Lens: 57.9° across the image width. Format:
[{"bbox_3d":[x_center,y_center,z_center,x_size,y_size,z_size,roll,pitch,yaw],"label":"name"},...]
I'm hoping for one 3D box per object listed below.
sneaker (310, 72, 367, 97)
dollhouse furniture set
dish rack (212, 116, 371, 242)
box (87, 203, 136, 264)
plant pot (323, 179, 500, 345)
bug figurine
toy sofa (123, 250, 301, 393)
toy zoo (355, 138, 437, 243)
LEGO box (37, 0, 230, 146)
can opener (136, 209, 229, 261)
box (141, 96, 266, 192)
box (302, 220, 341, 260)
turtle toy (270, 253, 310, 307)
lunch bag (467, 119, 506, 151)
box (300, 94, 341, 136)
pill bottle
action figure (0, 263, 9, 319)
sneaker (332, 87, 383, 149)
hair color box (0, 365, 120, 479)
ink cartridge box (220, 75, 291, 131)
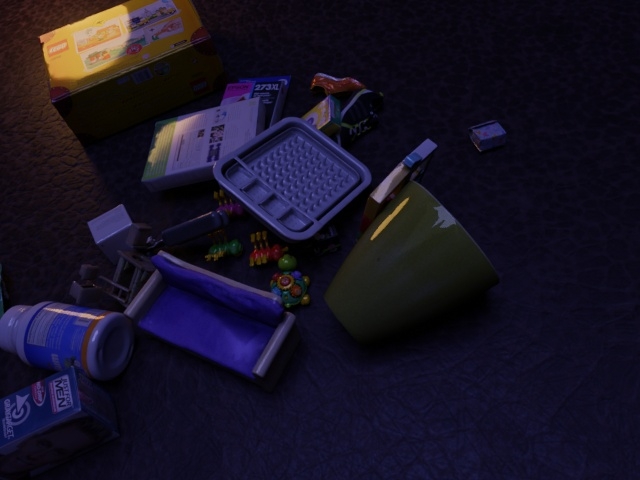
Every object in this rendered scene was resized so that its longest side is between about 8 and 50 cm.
[{"bbox_3d":[0.054,-0.441,1.688,0.175,0.064,0.067,13,79,26],"label":"sneaker"},{"bbox_3d":[-0.458,0.061,1.324,0.101,0.161,0.181,29,105,28],"label":"dollhouse furniture set"},{"bbox_3d":[-0.065,-0.143,1.399,0.286,0.072,0.333,39,52,12],"label":"dish rack"},{"bbox_3d":[-0.515,-0.014,1.474,0.101,0.102,0.087,-31,53,-11],"label":"box"},{"bbox_3d":[0.161,0.074,1.190,0.294,0.275,0.274,-40,55,3],"label":"plant pot"},{"bbox_3d":[-0.176,-0.040,1.437,0.217,0.072,0.278,-8,58,14],"label":"bug figurine"},{"bbox_3d":[-0.236,0.170,1.238,0.363,0.177,0.150,18,61,22],"label":"toy sofa"},{"bbox_3d":[0.166,-0.106,1.276,0.030,0.293,0.192,41,71,13],"label":"toy zoo"},{"bbox_3d":[-0.590,-0.566,1.824,0.501,0.193,0.372,-24,54,-5],"label":"LEGO box"},{"bbox_3d":[-0.344,0.003,1.415,0.281,0.074,0.093,-24,91,21],"label":"can opener"},{"bbox_3d":[-0.308,-0.259,1.556,0.322,0.058,0.232,-9,52,13],"label":"box"},{"bbox_3d":[0.000,0.000,1.376,0.083,0.062,0.052,-20,52,-1],"label":"box"},{"bbox_3d":[-0.074,0.095,1.322,0.095,0.066,0.130,-7,54,7],"label":"turtle toy"},{"bbox_3d":[0.425,-0.275,1.485,0.071,0.053,0.083,-16,44,-1],"label":"lunch bag"},{"bbox_3d":[-0.022,-0.301,1.556,0.179,0.043,0.105,-34,43,37],"label":"box"},{"bbox_3d":[-0.571,0.218,1.292,0.272,0.152,0.152,6,57,17],"label":"pill bottle"},{"bbox_3d":[-0.843,0.137,1.462,0.137,0.063,0.232,-16,57,3],"label":"action figure"},{"bbox_3d":[0.108,-0.332,1.575,0.097,0.084,0.234,16,61,19],"label":"sneaker"},{"bbox_3d":[-0.607,0.399,1.157,0.348,0.173,0.105,-25,55,-6],"label":"hair color box"},{"bbox_3d":[-0.205,-0.372,1.687,0.176,0.069,0.370,1,53,14],"label":"ink cartridge box"}]
